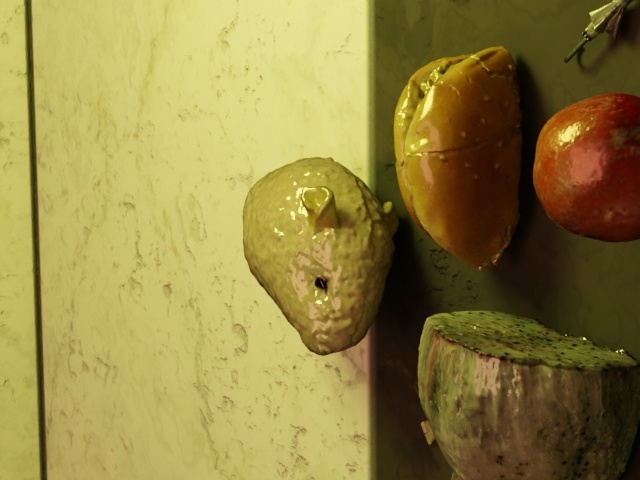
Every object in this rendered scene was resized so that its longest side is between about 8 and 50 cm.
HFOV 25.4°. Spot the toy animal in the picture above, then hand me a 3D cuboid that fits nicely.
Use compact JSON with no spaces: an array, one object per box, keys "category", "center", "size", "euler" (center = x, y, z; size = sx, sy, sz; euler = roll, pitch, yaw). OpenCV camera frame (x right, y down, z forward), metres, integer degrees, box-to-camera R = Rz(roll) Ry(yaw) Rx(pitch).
[{"category":"toy animal","center":[-0.003,-0.004,2.048],"size":[0.358,0.188,0.226],"euler":[48,122,45]}]

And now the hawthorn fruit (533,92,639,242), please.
[{"category":"hawthorn fruit","center":[0.319,-0.082,1.552],"size":[0.173,0.173,0.172],"euler":[12,104,57]}]

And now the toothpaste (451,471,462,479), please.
[{"category":"toothpaste","center":[0.196,0.309,1.925],"size":[0.045,0.028,0.170],"euler":[30,116,45]}]

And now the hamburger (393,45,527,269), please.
[{"category":"hamburger","center":[0.172,-0.103,1.788],"size":[0.144,0.157,0.283],"euler":[3,95,57]}]

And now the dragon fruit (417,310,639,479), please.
[{"category":"dragon fruit","center":[0.223,0.211,1.706],"size":[0.283,0.204,0.221],"euler":[24,115,55]}]

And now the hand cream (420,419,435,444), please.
[{"category":"hand cream","center":[0.167,0.248,1.970],"size":[0.102,0.022,0.035],"euler":[-55,49,52]}]

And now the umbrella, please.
[{"category":"umbrella","center":[0.350,-0.276,1.593],"size":[0.044,0.044,0.269],"euler":[45,139,4]}]
